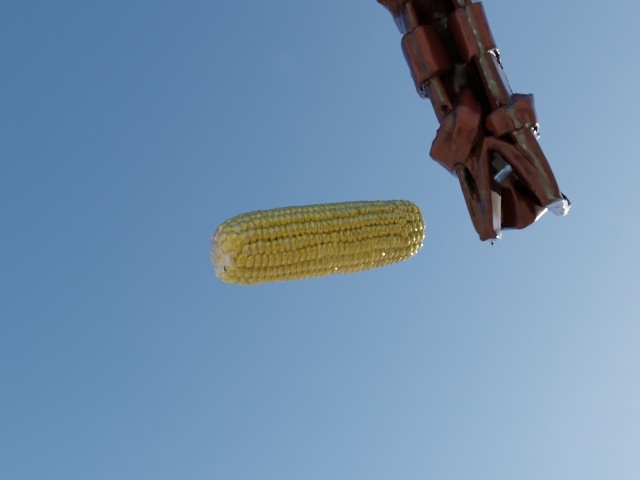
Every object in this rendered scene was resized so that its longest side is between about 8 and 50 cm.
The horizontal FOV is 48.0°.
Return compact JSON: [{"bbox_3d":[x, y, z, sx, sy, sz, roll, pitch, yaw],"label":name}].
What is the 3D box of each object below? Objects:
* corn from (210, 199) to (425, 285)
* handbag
[{"bbox_3d":[0.000,0.000,0.772,0.248,0.081,0.081,-7,-54,-31],"label":"corn"},{"bbox_3d":[0.123,-0.128,0.585,0.084,0.275,0.260,-21,-94,17],"label":"handbag"}]
